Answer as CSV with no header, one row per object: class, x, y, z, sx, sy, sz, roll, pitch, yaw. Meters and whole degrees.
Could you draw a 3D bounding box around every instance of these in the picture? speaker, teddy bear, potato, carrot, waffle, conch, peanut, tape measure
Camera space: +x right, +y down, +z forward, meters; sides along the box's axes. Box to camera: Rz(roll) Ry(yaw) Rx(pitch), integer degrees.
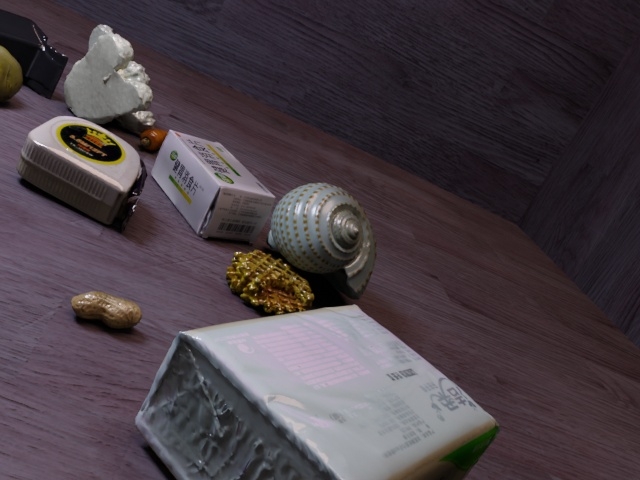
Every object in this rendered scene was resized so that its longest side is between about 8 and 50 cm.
speaker,-0.917,-0.534,1.812,0.388,0.180,0.184,5,34,-51
teddy bear,-0.561,-0.481,1.981,0.362,0.375,0.327,-39,110,-52
potato,-0.853,-0.431,1.674,0.154,0.137,0.200,38,19,25
carrot,-0.484,-0.311,2.026,0.061,0.061,0.256,28,15,-1
waffle,-0.105,0.093,1.447,0.197,0.070,0.193,39,20,30
conch,0.012,-0.012,1.594,0.303,0.215,0.319,44,-5,-27
peanut,-0.345,0.113,1.079,0.113,0.054,0.054,18,20,-20
tape measure,-0.490,-0.149,1.463,0.271,0.133,0.231,28,25,-4

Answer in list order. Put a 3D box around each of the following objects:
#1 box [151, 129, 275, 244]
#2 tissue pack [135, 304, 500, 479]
box,-0.278,-0.135,1.704,0.173,0.145,0.333,8,27,-42
tissue pack,0.009,0.260,0.939,0.332,0.205,0.405,39,20,29
